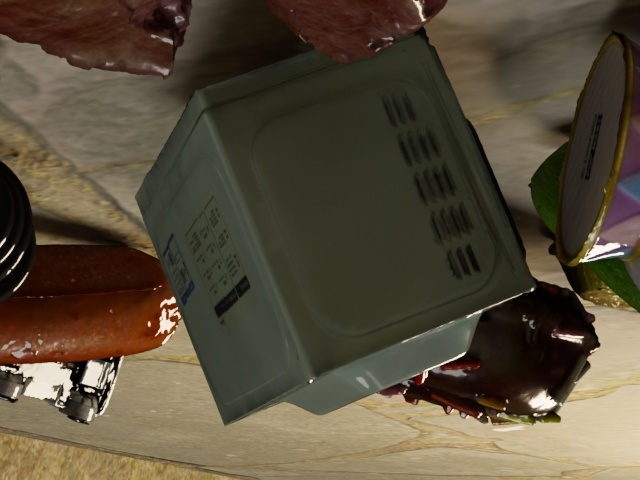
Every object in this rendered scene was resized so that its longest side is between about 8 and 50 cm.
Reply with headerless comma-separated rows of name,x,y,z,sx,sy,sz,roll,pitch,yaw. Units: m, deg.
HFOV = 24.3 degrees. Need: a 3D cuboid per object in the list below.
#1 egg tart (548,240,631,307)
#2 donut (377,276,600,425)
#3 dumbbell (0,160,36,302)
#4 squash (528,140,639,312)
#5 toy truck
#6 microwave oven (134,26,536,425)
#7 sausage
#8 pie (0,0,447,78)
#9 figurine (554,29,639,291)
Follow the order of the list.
egg tart,0.202,0.021,1.001,0.105,0.039,0.105,6,166,1
donut,0.062,0.058,1.038,0.270,0.103,0.270,16,173,2
dumbbell,-0.245,-0.006,1.017,0.099,0.099,0.208,10,167,-7
squash,0.221,0.034,0.739,0.292,0.082,0.082,40,180,26
toy truck,-0.313,0.102,1.467,0.124,0.114,0.253,14,172,38
microwave oven,0.000,0.000,0.746,0.122,0.162,0.208,-21,174,-18
sausage,-0.270,0.050,1.159,0.330,0.102,0.102,-1,170,-22
pie,-0.063,-0.117,0.569,0.219,0.054,0.204,-3,163,37
figurine,0.239,-0.012,0.625,0.263,0.142,0.189,12,-170,-1
